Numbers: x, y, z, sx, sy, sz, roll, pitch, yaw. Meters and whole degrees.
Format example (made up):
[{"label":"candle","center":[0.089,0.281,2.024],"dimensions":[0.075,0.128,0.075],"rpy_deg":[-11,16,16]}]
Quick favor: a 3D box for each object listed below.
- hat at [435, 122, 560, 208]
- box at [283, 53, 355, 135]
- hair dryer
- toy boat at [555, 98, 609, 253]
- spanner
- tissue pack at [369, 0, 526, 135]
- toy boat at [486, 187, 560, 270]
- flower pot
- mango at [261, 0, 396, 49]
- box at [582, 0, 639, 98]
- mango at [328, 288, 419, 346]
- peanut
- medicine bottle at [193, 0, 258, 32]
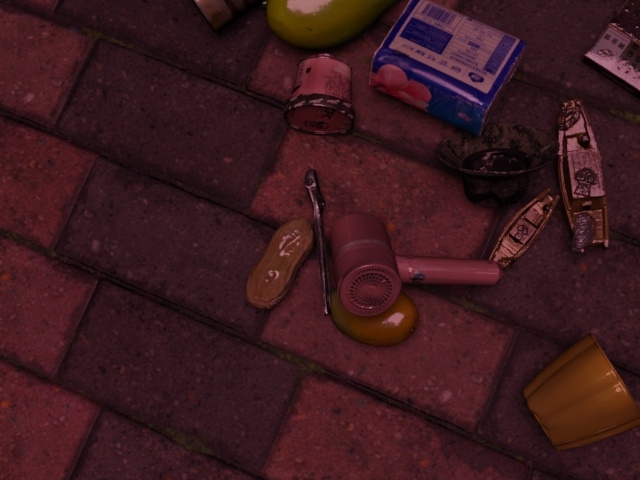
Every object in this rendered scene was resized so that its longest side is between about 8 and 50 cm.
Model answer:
[{"label":"hat","center":[0.360,-0.139,1.750],"dimensions":[0.265,0.265,0.128],"rpy_deg":[-2,120,6]},{"label":"box","center":[0.002,-0.314,1.818],"dimensions":[0.151,0.151,0.135],"rpy_deg":[3,74,7]},{"label":"hair dryer","center":[0.198,0.049,1.723],"dimensions":[0.352,0.210,0.125],"rpy_deg":[4,121,-7]},{"label":"toy boat","center":[0.534,-0.133,1.744],"dimensions":[0.089,0.121,0.321],"rpy_deg":[-6,80,11]},{"label":"spanner","center":[0.000,0.000,1.775],"dimensions":[0.026,0.093,0.325],"rpy_deg":[-10,70,11]},{"label":"tissue pack","center":[0.267,-0.368,1.798],"dimensions":[0.269,0.137,0.209],"rpy_deg":[26,72,13]},{"label":"toy boat","center":[0.417,-0.021,1.761],"dimensions":[0.064,0.072,0.206],"rpy_deg":[38,87,9]},{"label":"flower pot","center":[0.502,0.308,1.651],"dimensions":[0.179,0.195,0.195],"rpy_deg":[-34,79,13]},{"label":"mango","center":[0.046,-0.527,1.841],"dimensions":[0.343,0.156,0.192],"rpy_deg":[-22,94,-4]},{"label":"box","center":[0.728,-0.463,1.814],"dimensions":[0.180,0.047,0.325],"rpy_deg":[37,85,11]},{"label":"mango","center":[0.105,0.150,1.757],"dimensions":[0.194,0.092,0.130],"rpy_deg":[21,85,15]},{"label":"peanut","center":[-0.084,0.046,1.790],"dimensions":[0.090,0.098,0.214],"rpy_deg":[28,83,7]},{"label":"medicine bottle","center":[-0.146,-0.613,1.876],"dimensions":[0.322,0.151,0.151],"rpy_deg":[-35,79,0]}]
